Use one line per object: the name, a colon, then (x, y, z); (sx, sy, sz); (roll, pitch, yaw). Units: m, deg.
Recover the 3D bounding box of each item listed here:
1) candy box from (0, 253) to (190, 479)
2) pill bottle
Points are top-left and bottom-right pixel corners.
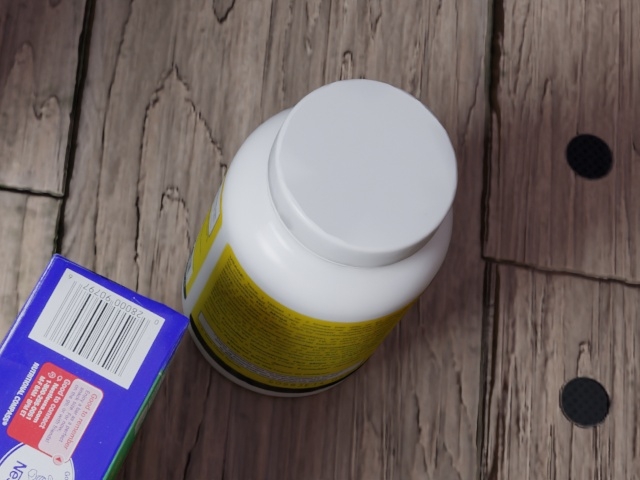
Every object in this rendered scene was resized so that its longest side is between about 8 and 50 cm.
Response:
candy box: (-0.228, 0.190, 1.407); (0.122, 0.317, 0.268); (28, 67, -3)
pill bottle: (0.000, 0.000, 1.524); (0.188, 0.334, 0.187); (4, 69, -12)
